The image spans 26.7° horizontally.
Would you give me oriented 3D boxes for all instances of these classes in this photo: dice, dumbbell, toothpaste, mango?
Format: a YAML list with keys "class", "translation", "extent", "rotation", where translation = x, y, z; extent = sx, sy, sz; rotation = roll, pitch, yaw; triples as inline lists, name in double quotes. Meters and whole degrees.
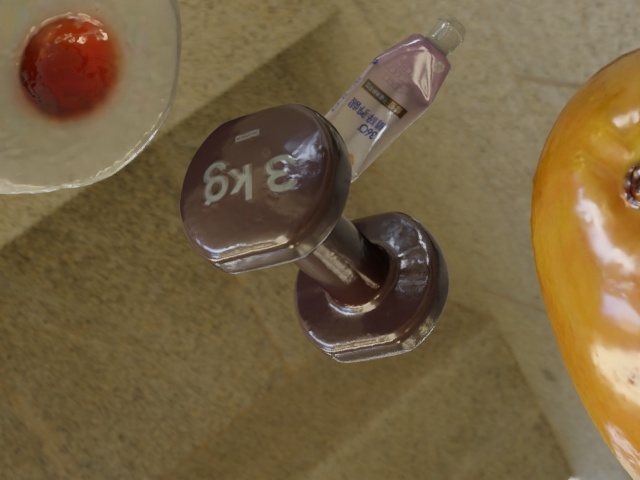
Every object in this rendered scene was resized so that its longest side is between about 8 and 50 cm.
- class: "dice"
  translation: [-0.293, -0.192, 1.200]
  extent: [0.259, 0.251, 0.243]
  rotation: [-16, -56, -43]
- class: "dumbbell"
  translation: [0.000, 0.000, 1.058]
  extent: [0.225, 0.140, 0.124]
  rotation: [41, -137, -50]
- class: "toothpaste"
  translation: [0.030, -0.106, 1.314]
  extent: [0.301, 0.075, 0.048]
  rotation: [-46, -26, -7]
- class: "mango"
  translation: [0.148, 0.029, 0.472]
  extent: [0.219, 0.112, 0.145]
  rotation: [57, -143, -32]
